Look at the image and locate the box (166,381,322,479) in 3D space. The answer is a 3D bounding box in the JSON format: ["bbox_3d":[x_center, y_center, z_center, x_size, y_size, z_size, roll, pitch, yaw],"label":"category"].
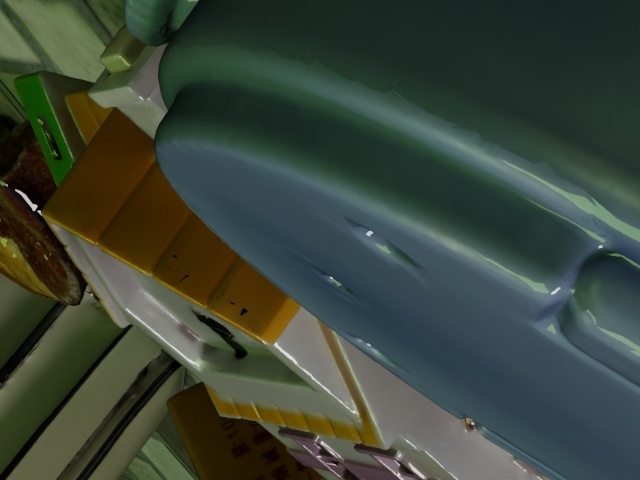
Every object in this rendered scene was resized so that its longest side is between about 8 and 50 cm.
[{"bbox_3d":[0.041,0.303,1.147,0.264,0.116,0.415,76,168,-55],"label":"box"}]

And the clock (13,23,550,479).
[{"bbox_3d":[0.000,0.000,0.793,0.309,0.166,0.235,42,160,-25],"label":"clock"}]

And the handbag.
[{"bbox_3d":[-0.274,0.202,1.368,0.160,0.358,0.236,32,158,16],"label":"handbag"}]

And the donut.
[{"bbox_3d":[-0.206,-0.029,1.176,0.141,0.085,0.217,50,158,-24],"label":"donut"}]

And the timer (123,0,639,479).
[{"bbox_3d":[0.114,-0.015,0.526,0.395,0.173,0.395,33,173,5],"label":"timer"}]
